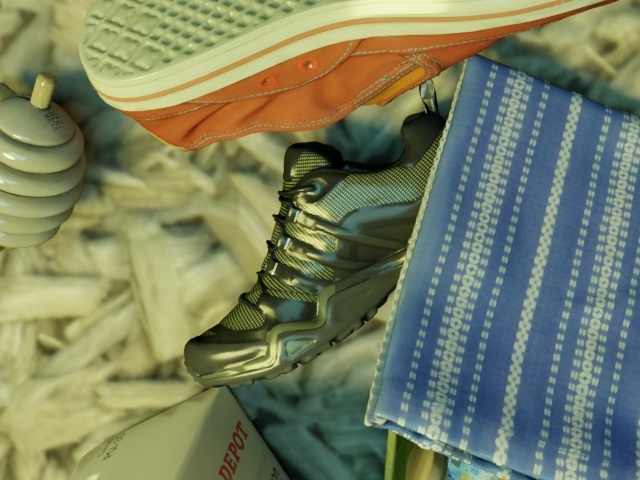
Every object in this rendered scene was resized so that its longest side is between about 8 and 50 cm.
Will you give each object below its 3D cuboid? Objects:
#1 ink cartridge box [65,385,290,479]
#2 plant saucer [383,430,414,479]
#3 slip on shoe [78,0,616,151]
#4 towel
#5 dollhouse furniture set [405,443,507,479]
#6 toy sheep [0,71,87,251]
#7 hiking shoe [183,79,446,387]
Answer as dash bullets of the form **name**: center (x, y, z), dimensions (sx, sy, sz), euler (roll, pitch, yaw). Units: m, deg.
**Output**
- **ink cartridge box**: center (-0.049, 0.260, 0.705), dimensions (0.117, 0.207, 0.283), euler (-30, 101, 13)
- **plant saucer**: center (0.134, 0.174, 0.742), dimensions (0.188, 0.045, 0.188), euler (6, 108, 5)
- **slip on shoe**: center (0.034, -0.130, 0.633), dimensions (0.331, 0.123, 0.101), euler (-16, 148, 11)
- **towel**: center (0.209, 0.046, 0.613), dimensions (0.336, 0.243, 0.040), euler (20, 152, -3)
- **dollhouse furniture set**: center (0.144, 0.195, 0.638), dimensions (0.212, 0.161, 0.242), euler (25, 108, -1)
- **toy sheep**: center (-0.185, -0.046, 0.696), dimensions (0.091, 0.091, 0.132), euler (24, 126, 0)
- **hiking shoe**: center (0.000, 0.000, 0.697), dimensions (0.227, 0.086, 0.114), euler (-33, 89, 7)
